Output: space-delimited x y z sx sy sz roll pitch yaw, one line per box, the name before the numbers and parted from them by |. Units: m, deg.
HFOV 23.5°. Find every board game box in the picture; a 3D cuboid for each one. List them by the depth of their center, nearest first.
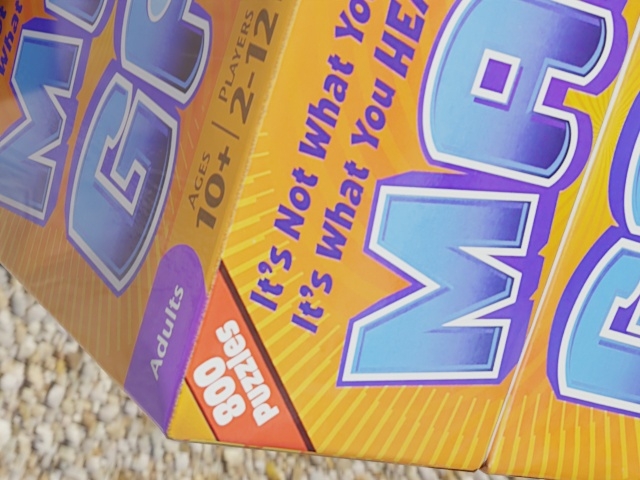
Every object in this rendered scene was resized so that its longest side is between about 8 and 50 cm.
board game box | 0.048 -0.105 0.858 0.356 0.356 0.356 11 102 -33
